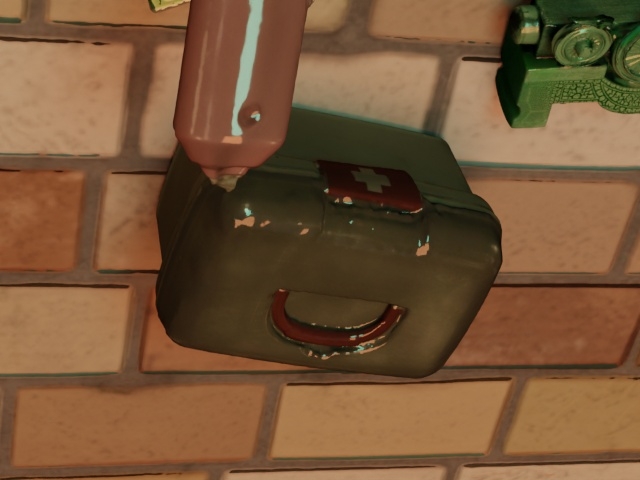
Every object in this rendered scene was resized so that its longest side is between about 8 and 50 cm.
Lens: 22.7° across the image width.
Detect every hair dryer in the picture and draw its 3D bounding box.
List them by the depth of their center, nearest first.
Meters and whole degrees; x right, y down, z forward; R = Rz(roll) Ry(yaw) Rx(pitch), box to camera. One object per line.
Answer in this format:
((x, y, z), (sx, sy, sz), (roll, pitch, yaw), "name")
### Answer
((-0.002, -0.195, 0.778), (0.210, 0.125, 0.353), (7, 97, -22), "hair dryer")

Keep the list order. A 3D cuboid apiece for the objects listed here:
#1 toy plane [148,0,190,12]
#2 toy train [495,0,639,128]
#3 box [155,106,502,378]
((-0.066, -0.195, 0.856), (0.174, 0.080, 0.174), (-3, 118, -5), "toy plane")
((0.203, -0.123, 1.018), (0.178, 0.071, 0.105), (-3, 139, -11), "toy train")
((0.000, 0.000, 1.030), (0.210, 0.129, 0.148), (9, 127, -23), "box")
